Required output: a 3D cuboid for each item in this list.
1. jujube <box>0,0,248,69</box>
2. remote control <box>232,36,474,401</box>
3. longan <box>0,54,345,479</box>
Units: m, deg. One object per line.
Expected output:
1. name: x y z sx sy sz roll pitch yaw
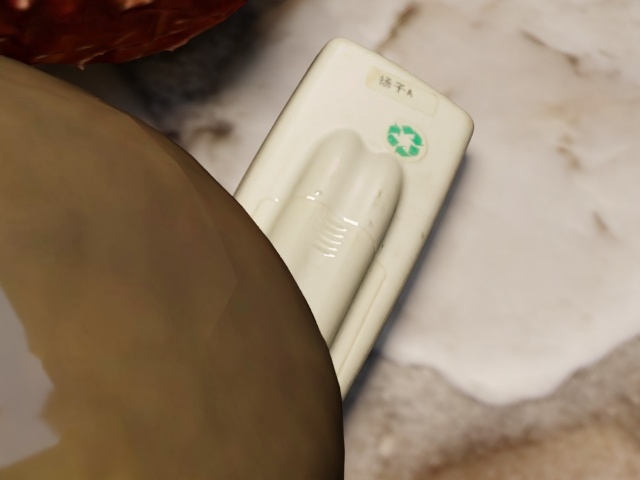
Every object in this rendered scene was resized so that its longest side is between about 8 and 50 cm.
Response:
1. jujube: -0.128 -0.181 0.756 0.232 0.213 0.213 -3 61 -22
2. remote control: 0.000 0.000 0.784 0.090 0.049 0.230 30 52 -4
3. longan: -0.137 0.077 0.532 0.297 0.297 0.297 10 57 -15
